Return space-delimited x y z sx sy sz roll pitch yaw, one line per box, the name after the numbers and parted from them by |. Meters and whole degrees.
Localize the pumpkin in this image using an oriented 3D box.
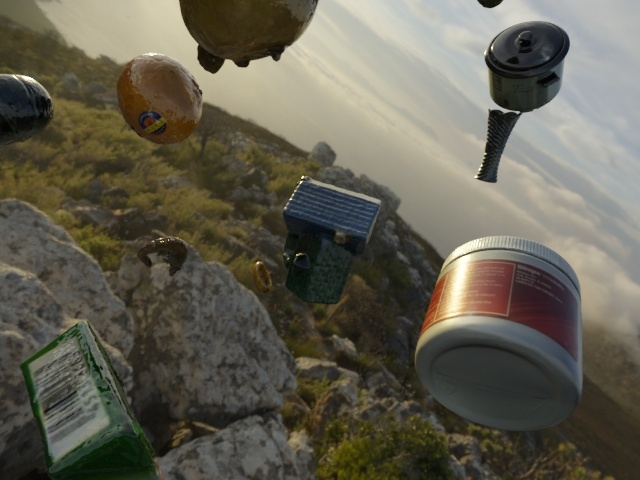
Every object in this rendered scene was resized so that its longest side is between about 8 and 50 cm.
-0.685 -0.283 0.983 0.146 0.190 0.190 55 17 -9 | pumpkin

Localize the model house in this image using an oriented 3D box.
0.000 0.000 1.601 0.334 0.382 0.342 18 16 9 | model house

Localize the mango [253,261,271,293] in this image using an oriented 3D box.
-0.207 0.132 1.611 0.079 0.057 0.114 -7 84 -77 | mango

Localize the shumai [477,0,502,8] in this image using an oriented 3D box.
0.470 -0.701 1.232 0.087 0.098 0.124 -83 149 -69 | shumai

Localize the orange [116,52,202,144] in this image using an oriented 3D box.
-0.399 -0.354 1.142 0.219 0.193 0.219 53 15 -21 | orange

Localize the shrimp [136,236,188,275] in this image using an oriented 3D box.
-0.546 0.059 1.576 0.173 0.253 0.058 -6 63 -29 | shrimp

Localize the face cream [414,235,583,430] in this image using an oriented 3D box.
0.246 0.126 0.625 0.201 0.201 0.187 35 46 -3 | face cream

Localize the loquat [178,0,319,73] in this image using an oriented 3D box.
-0.080 -0.266 0.477 0.149 0.205 0.172 3 44 -35 | loquat

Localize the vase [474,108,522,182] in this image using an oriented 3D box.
0.592 -0.318 1.539 0.115 0.238 0.115 7 19 -3 | vase

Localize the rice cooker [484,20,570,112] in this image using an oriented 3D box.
0.650 -0.558 1.441 0.227 0.241 0.281 52 14 -54 | rice cooker

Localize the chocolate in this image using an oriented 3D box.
-0.466 0.411 0.959 0.161 0.342 0.360 -25 40 -28 | chocolate
